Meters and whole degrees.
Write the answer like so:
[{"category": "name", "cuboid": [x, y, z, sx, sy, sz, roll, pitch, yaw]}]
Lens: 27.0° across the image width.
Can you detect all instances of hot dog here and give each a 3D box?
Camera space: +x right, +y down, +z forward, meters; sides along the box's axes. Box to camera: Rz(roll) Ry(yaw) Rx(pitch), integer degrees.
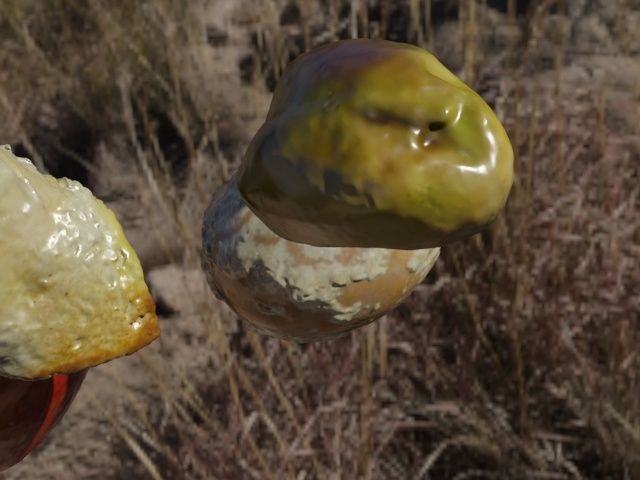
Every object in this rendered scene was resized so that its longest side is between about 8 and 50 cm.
[{"category": "hot dog", "cuboid": [-0.128, -0.006, 0.433, 0.061, 0.169, 0.078, 24, 78, 50]}]

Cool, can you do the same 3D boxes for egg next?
[{"category": "egg", "cuboid": [0.000, 0.000, 1.327, 0.245, 0.203, 0.203, -9, 36, 12]}]

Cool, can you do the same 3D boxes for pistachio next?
[{"category": "pistachio", "cuboid": [0.014, -0.047, 0.710, 0.110, 0.100, 0.189, -36, 30, -27]}]

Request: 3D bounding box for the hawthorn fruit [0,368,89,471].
[{"category": "hawthorn fruit", "cuboid": [-0.290, 0.057, 1.039, 0.254, 0.254, 0.300, 15, 23, 22]}]
